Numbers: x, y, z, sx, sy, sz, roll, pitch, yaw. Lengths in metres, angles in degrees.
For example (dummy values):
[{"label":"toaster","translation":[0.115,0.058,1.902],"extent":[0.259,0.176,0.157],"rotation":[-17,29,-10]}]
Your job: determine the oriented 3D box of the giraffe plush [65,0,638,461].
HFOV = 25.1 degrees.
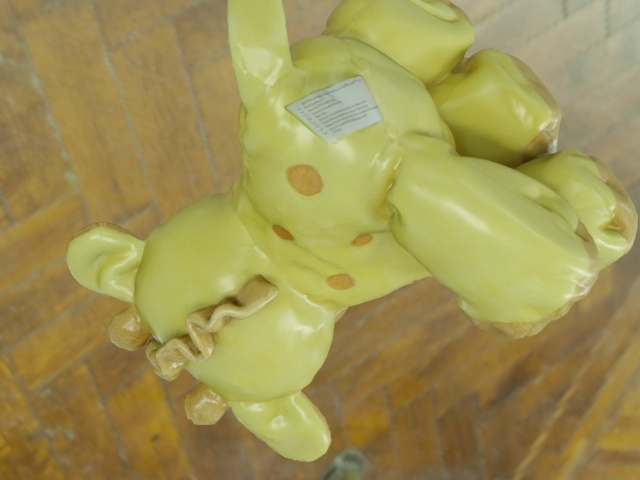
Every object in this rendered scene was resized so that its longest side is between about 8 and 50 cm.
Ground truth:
[{"label":"giraffe plush","translation":[0.000,0.000,0.594],"extent":[0.210,0.181,0.170],"rotation":[-4,143,-52]}]
